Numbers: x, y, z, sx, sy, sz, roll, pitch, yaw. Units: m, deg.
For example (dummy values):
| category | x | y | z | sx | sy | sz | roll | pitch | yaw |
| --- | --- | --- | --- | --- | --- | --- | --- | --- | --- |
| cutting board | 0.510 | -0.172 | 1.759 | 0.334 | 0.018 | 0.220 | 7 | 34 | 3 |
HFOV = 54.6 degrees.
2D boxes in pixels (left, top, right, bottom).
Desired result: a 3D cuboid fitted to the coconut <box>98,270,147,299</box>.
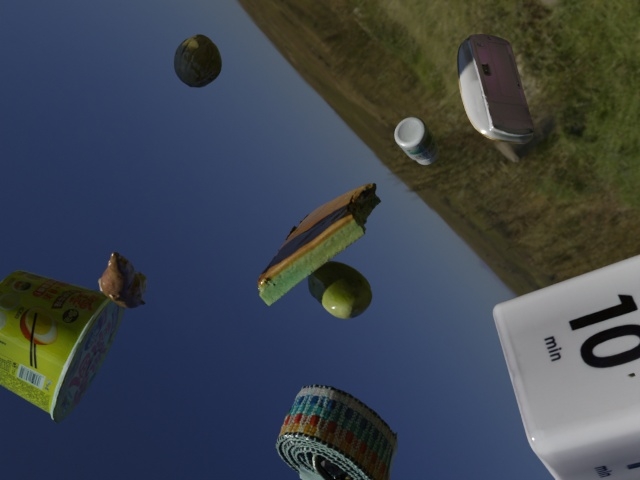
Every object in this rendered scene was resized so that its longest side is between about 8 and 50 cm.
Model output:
| category | x | y | z | sx | sy | sz | roll | pitch | yaw |
| --- | --- | --- | --- | --- | --- | --- | --- | --- | --- |
| coconut | -0.518 | 0.116 | 1.614 | 0.124 | 0.110 | 0.110 | 14 | -166 | 0 |

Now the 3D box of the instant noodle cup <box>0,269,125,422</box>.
| category | x | y | z | sx | sy | sz | roll | pitch | yaw |
| --- | --- | --- | --- | --- | --- | --- | --- | --- | --- |
| instant noodle cup | -0.597 | 0.208 | 1.352 | 0.221 | 0.311 | 0.311 | 24 | -166 | -3 |

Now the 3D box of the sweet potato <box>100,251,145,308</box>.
| category | x | y | z | sx | sy | sz | roll | pitch | yaw |
| --- | --- | --- | --- | --- | --- | --- | --- | --- | --- |
| sweet potato | -0.344 | 0.065 | 1.051 | 0.068 | 0.068 | 0.226 | 51 | 160 | 18 |

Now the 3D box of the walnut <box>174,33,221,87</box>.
| category | x | y | z | sx | sy | sz | roll | pitch | yaw |
| --- | --- | --- | --- | --- | --- | --- | --- | --- | --- |
| walnut | -0.210 | -0.306 | 1.063 | 0.092 | 0.092 | 0.092 | 44 | -168 | -13 |

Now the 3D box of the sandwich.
| category | x | y | z | sx | sy | sz | roll | pitch | yaw |
| --- | --- | --- | --- | --- | --- | --- | --- | --- | --- |
| sandwich | 0.000 | 0.000 | 1.161 | 0.063 | 0.212 | 0.245 | 46 | -126 | -15 |

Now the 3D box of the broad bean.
| category | x | y | z | sx | sy | sz | roll | pitch | yaw |
| --- | --- | --- | --- | --- | --- | --- | --- | --- | --- |
| broad bean | 0.043 | 0.110 | 1.390 | 0.174 | 0.124 | 0.082 | 38 | 147 | 40 |

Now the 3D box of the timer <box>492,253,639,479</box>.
| category | x | y | z | sx | sy | sz | roll | pitch | yaw |
| --- | --- | --- | --- | --- | --- | --- | --- | --- | --- |
| timer | 0.335 | 0.161 | 0.709 | 0.194 | 0.195 | 0.192 | 48 | -153 | -39 |

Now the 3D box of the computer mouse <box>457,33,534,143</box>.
| category | x | y | z | sx | sy | sz | roll | pitch | yaw |
| --- | --- | --- | --- | --- | --- | --- | --- | --- | --- |
| computer mouse | 0.327 | -0.281 | 1.161 | 0.126 | 0.056 | 0.245 | 2 | -115 | -18 |

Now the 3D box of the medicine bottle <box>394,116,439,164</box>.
| category | x | y | z | sx | sy | sz | roll | pitch | yaw |
| --- | --- | --- | --- | --- | --- | --- | --- | --- | --- |
| medicine bottle | 0.239 | -0.239 | 1.510 | 0.080 | 0.080 | 0.130 | 55 | -167 | 32 |

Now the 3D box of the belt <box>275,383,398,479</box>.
| category | x | y | z | sx | sy | sz | roll | pitch | yaw |
| --- | --- | --- | --- | --- | --- | --- | --- | --- | --- |
| belt | 0.033 | 0.403 | 1.208 | 0.257 | 0.207 | 0.150 | 54 | -133 | -29 |
